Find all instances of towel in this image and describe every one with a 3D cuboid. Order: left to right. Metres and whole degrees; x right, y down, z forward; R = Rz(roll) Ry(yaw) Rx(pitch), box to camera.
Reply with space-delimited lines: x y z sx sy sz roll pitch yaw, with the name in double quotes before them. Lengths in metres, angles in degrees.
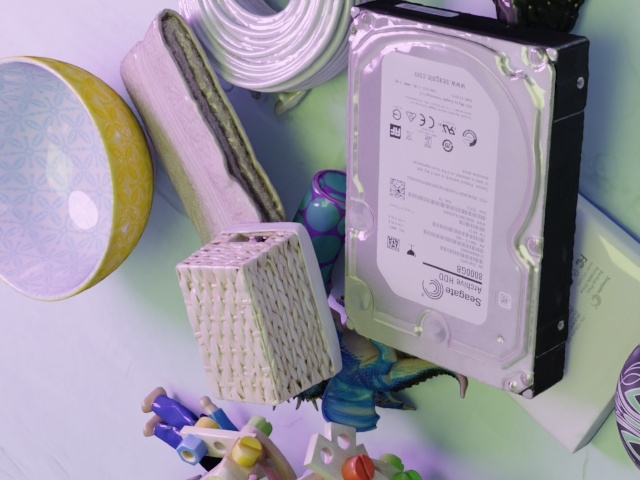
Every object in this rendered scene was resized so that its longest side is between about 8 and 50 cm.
"towel" -0.133 -0.100 1.574 0.282 0.049 0.187 63 156 0

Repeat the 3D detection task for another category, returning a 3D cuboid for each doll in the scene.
"doll" -0.136 0.238 1.724 0.189 0.046 0.129 22 126 33

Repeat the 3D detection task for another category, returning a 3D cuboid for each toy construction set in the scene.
"toy construction set" -0.010 0.264 1.533 0.215 0.151 0.328 50 150 -13

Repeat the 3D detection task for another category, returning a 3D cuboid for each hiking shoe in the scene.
"hiking shoe" 0.179 -0.276 1.321 0.114 0.086 0.226 29 127 58

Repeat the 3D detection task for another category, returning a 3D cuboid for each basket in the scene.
"basket" -0.065 0.076 1.459 0.113 0.103 0.167 0 110 42

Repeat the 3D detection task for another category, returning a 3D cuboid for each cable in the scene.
"cable" -0.047 -0.282 1.491 0.257 0.089 0.257 -30 81 41

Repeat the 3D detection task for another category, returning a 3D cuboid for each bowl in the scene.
"bowl" -0.289 -0.084 1.701 0.289 0.156 0.289 12 109 37

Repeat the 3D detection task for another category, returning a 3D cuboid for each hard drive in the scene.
"hard drive" 0.127 -0.042 1.347 0.237 0.064 0.338 20 120 38
"hard drive" 0.187 0.026 1.404 0.319 0.040 0.210 43 125 24

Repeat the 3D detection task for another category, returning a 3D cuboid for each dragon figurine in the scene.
"dragon figurine" 0.050 0.150 1.522 0.289 0.085 0.144 20 113 36

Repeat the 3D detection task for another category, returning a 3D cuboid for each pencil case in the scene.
"pencil case" 0.000 0.000 1.540 0.064 0.070 0.151 -107 33 -50

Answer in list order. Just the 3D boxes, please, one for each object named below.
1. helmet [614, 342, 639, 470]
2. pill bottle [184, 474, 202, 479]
"helmet" 0.336 0.146 1.242 0.162 0.169 0.169 10 108 20
"pill bottle" -0.137 0.450 1.692 0.181 0.181 0.322 -29 82 41
